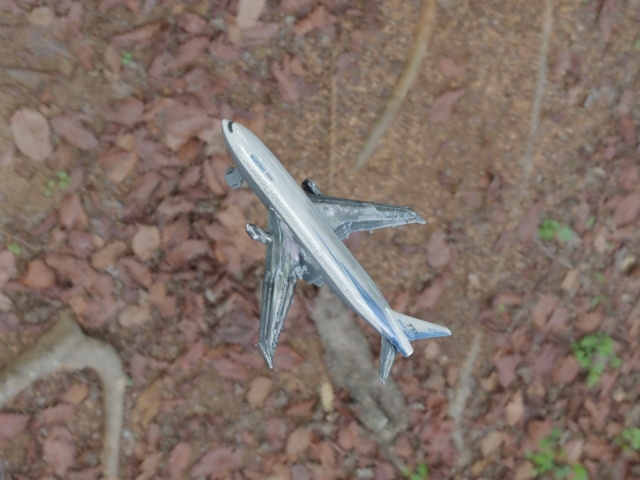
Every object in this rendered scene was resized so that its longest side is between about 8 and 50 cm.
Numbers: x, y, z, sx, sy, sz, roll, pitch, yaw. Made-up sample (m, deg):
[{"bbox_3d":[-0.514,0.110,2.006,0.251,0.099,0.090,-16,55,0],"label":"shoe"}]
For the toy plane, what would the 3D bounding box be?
[{"bbox_3d":[-0.001,0.003,0.889,0.226,0.226,0.058,-41,173,-47],"label":"toy plane"}]
